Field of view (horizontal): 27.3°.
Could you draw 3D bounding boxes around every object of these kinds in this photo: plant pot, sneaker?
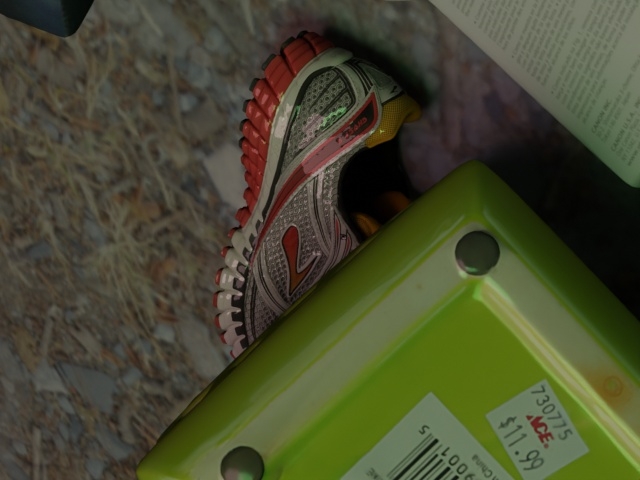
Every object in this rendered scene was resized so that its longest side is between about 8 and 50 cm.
[{"bbox_3d":[0.061,0.106,0.596,0.228,0.227,0.207,48,180,6],"label":"plant pot"},{"bbox_3d":[0.000,0.000,0.747,0.092,0.088,0.225,26,130,22],"label":"sneaker"}]

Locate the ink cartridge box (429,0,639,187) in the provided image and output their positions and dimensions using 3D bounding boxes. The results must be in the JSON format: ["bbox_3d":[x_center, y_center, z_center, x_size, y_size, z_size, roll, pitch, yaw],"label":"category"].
[{"bbox_3d":[0.116,-0.168,0.594,0.232,0.066,0.189,51,140,31],"label":"ink cartridge box"}]

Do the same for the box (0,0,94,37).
[{"bbox_3d":[-0.196,-0.301,0.469,0.293,0.212,0.395,21,156,6],"label":"box"}]
